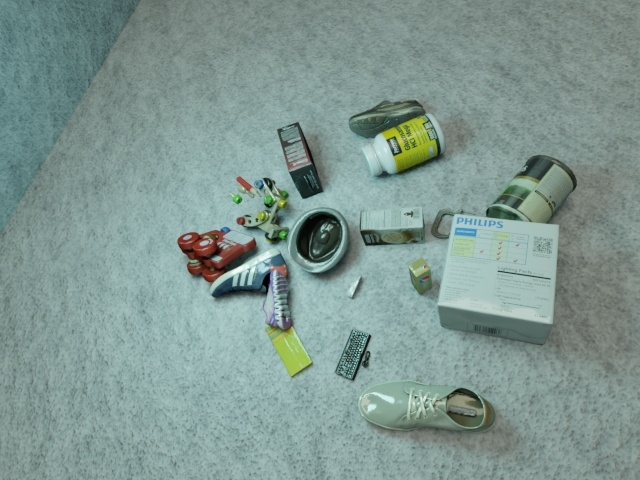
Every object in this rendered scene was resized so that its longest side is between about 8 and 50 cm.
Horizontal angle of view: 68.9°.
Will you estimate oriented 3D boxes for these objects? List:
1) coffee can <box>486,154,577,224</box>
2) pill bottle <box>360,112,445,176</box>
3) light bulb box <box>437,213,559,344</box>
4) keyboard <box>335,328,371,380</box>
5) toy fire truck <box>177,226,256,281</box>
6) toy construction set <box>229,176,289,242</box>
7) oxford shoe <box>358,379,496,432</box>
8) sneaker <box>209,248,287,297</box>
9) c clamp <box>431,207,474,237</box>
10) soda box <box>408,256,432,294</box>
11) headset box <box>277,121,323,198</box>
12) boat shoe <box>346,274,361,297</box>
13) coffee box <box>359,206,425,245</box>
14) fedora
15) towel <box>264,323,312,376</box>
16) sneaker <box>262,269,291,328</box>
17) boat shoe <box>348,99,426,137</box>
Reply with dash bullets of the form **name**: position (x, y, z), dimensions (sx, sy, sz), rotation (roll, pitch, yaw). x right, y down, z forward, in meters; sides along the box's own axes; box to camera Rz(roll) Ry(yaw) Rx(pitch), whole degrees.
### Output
- **coffee can**: position (0.790, -0.155, 1.755), dimensions (0.202, 0.201, 0.275), rotation (36, 76, 29)
- **pill bottle**: position (0.354, -0.404, 2.026), dimensions (0.334, 0.188, 0.187), rotation (-24, 58, 3)
- **light bulb box**: position (0.619, 0.131, 1.633), dimensions (0.358, 0.225, 0.360), rotation (8, 64, 21)
- **keyboard**: position (0.133, 0.424, 1.729), dimensions (0.108, 0.023, 0.180), rotation (16, 68, 23)
- **toy fire truck**: position (-0.457, 0.031, 2.036), dimensions (0.302, 0.169, 0.254), rotation (17, 40, 41)
- **toy construction set**: position (-0.227, -0.130, 1.992), dimensions (0.237, 0.309, 0.257), rotation (38, 85, 25)
- **oxford shoe**: position (0.343, 0.545, 1.542), dimensions (0.450, 0.130, 0.169), rotation (0, 64, 17)
- **sneaker**: position (-0.294, 0.176, 1.936), dimensions (0.350, 0.131, 0.148), rotation (-30, 80, 10)
- **c clamp**: position (0.528, -0.072, 1.890), dimensions (0.137, 0.022, 0.160), rotation (23, 70, 25)
- **soda box**: position (0.371, 0.134, 1.727), dimensions (0.061, 0.181, 0.058), rotation (-31, 58, -2)
- **headset box**: position (-0.088, -0.348, 2.104), dimensions (0.110, 0.218, 0.293), rotation (-19, 58, 5)
- **boat shoe**: position (0.131, 0.180, 1.858), dimensions (0.035, 0.035, 0.100), rotation (21, 76, 22)
- **coffee box**: position (0.291, -0.055, 1.880), dimensions (0.247, 0.141, 0.098), rotation (-3, 62, 15)
- **fedora**: position (0.000, 0.000, 1.925), dimensions (0.244, 0.124, 0.275), rotation (21, 86, 13)
- **towel**: position (-0.126, 0.405, 1.817), dimensions (0.102, 0.021, 0.237), rotation (-34, 59, 0)
- **sneaker**: position (-0.185, 0.235, 1.842), dimensions (0.105, 0.095, 0.236), rotation (-12, 78, 27)
- **boat shoe**: position (0.307, -0.577, 2.186), dimensions (0.356, 0.132, 0.130), rotation (-6, 50, 3)
